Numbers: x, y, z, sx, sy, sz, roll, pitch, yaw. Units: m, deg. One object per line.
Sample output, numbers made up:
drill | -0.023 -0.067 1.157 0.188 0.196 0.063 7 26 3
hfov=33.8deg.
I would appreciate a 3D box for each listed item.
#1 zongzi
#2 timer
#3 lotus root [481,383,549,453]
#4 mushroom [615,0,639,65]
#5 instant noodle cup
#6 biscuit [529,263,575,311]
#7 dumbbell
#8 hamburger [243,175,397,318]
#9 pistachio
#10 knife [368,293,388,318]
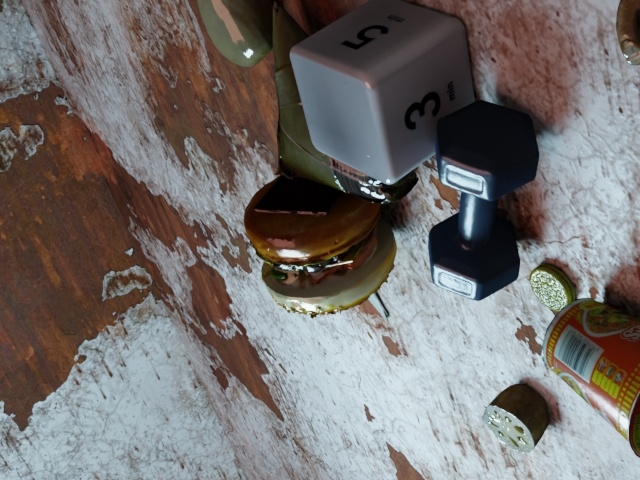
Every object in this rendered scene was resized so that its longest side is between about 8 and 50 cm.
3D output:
zongzi | 0.031 -0.234 1.785 0.289 0.154 0.317 20 133 40
timer | 0.097 -0.231 1.593 0.194 0.195 0.192 31 147 43
lotus root | 0.371 0.333 1.967 0.112 0.081 0.122 43 153 20
mushroom | 0.391 -0.284 1.138 0.094 0.072 0.210 52 143 19
instant noodle cup | 0.444 0.189 1.554 0.212 0.193 0.193 37 151 49
biscuit | 0.374 0.076 1.698 0.084 0.023 0.084 40 150 28
dumbbell | 0.241 -0.055 1.605 0.144 0.160 0.325 52 158 33
hamburger | 0.000 0.000 1.978 0.291 0.291 0.225 27 146 46
pistachio | -0.150 -0.413 1.881 0.206 0.131 0.129 61 -178 -19
knife | 0.051 0.033 2.212 0.081 0.043 0.336 18 140 61
